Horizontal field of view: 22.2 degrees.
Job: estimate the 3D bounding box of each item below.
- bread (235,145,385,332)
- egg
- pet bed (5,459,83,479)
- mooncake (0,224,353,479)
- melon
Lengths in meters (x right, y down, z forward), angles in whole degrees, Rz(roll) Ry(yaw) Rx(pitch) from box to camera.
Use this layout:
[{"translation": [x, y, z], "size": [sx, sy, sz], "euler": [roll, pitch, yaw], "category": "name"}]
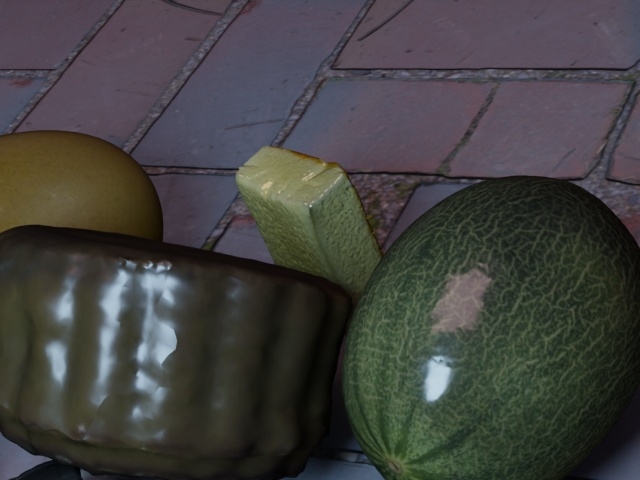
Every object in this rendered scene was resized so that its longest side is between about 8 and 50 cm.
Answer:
[{"translation": [0.000, 0.001, 1.573], "size": [0.068, 0.188, 0.125], "euler": [-41, 40, -20], "category": "bread"}, {"translation": [-0.302, 0.018, 1.627], "size": [0.250, 0.250, 0.322], "euler": [20, 47, 41], "category": "egg"}, {"translation": [-0.266, 0.286, 1.338], "size": [0.211, 0.159, 0.183], "euler": [-25, 37, -10], "category": "pet bed"}, {"translation": [-0.137, 0.096, 1.410], "size": [0.324, 0.187, 0.324], "euler": [9, 3, 0], "category": "mooncake"}, {"translation": [0.145, 0.085, 1.354], "size": [0.237, 0.237, 0.302], "euler": [13, 50, 36], "category": "melon"}]
